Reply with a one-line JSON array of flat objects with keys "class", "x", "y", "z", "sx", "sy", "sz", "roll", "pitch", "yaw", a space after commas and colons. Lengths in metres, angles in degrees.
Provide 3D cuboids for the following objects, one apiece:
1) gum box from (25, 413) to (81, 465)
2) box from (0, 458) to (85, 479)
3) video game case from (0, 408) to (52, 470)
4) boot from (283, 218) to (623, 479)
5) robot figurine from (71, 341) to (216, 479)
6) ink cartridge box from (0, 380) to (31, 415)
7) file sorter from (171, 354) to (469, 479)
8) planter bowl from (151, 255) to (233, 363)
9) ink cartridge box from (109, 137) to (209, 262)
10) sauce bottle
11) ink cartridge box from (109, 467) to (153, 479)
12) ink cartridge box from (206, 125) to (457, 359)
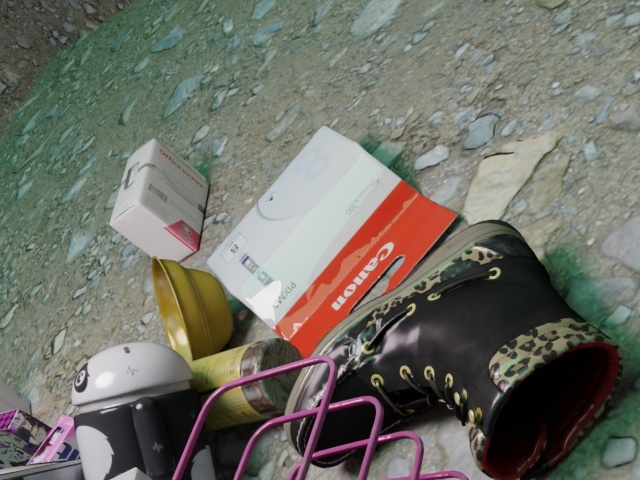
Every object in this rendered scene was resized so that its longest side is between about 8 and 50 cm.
[{"class": "gum box", "x": -0.331, "y": 0.344, "z": 1.495, "sx": 0.062, "sy": 0.188, "sz": 0.107, "roll": -2, "pitch": 52, "yaw": 55}, {"class": "box", "x": -0.375, "y": 0.365, "z": 1.262, "sx": 0.087, "sy": 0.290, "sz": 0.169, "roll": -8, "pitch": 81, "yaw": 10}, {"class": "video game case", "x": -0.468, "y": 0.351, "z": 1.654, "sx": 0.232, "sy": 0.210, "sz": 0.041, "roll": -18, "pitch": 41, "yaw": 42}, {"class": "boot", "x": 0.136, "y": 0.165, "z": 1.140, "sx": 0.377, "sy": 0.138, "sz": 0.284, "roll": -41, "pitch": 29, "yaw": 2}, {"class": "robot figurine", "x": -0.239, "y": 0.275, "z": 1.376, "sx": 0.209, "sy": 0.174, "sz": 0.278, "roll": -17, "pitch": 82, "yaw": 31}, {"class": "ink cartridge box", "x": -0.672, "y": 0.381, "z": 1.908, "sx": 0.198, "sy": 0.197, "sz": 0.270, "roll": -45, "pitch": 29, "yaw": 5}, {"class": "file sorter", "x": 0.018, "y": 0.273, "z": 1.001, "sx": 0.202, "sy": 0.291, "sz": 0.182, "roll": -20, "pitch": 36, "yaw": 41}, {"class": "planter bowl", "x": -0.196, "y": 0.117, "z": 1.648, "sx": 0.090, "sy": 0.217, "sz": 0.217, "roll": -15, "pitch": 23, "yaw": -17}, {"class": "ink cartridge box", "x": -0.313, "y": -0.075, "z": 2.022, "sx": 0.092, "sy": 0.158, "sz": 0.218, "roll": -33, "pitch": 31, "yaw": 27}, {"class": "sauce bottle", "x": -0.168, "y": 0.224, "z": 1.500, "sx": 0.344, "sy": 0.111, "sz": 0.111, "roll": -19, "pitch": 40, "yaw": 41}, {"class": "ink cartridge box", "x": -0.204, "y": 0.390, "z": 1.235, "sx": 0.160, "sy": 0.219, "sz": 0.092, "roll": -30, "pitch": 30, "yaw": 29}, {"class": "ink cartridge box", "x": 0.000, "y": 0.000, "z": 1.572, "sx": 0.308, "sy": 0.091, "sz": 0.385, "roll": -49, "pitch": 27, "yaw": -1}]
